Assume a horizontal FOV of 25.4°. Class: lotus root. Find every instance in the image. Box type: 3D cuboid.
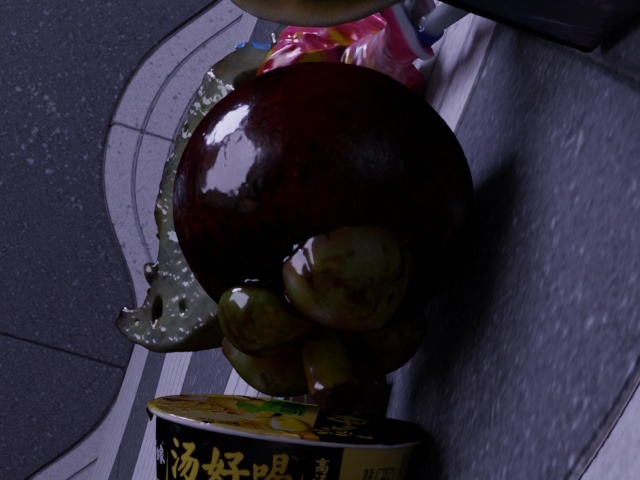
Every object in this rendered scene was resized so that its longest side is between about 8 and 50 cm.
[{"bbox_3d":[-0.048,-0.028,1.230,0.210,0.142,0.314,-29,-33,-44],"label":"lotus root"}]

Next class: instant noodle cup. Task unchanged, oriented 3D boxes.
[{"bbox_3d":[-0.025,0.151,0.766,0.151,0.151,0.122,172,105,-79],"label":"instant noodle cup"}]

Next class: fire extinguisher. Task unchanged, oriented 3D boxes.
[{"bbox_3d":[0.006,0.106,0.943,0.078,0.045,0.157,-47,-1,-23],"label":"fire extinguisher"}]

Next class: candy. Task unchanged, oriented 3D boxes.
[{"bbox_3d":[0.062,-0.133,0.931,0.365,0.124,0.124,-24,49,66],"label":"candy"}]

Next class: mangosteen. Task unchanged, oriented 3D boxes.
[{"bbox_3d":[0.000,0.000,0.790,0.200,0.200,0.200,-163,90,-80],"label":"mangosteen"}]

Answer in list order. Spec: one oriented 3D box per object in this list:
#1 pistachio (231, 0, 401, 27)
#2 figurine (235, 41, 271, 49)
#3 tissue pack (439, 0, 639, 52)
[{"bbox_3d":[0.045,-0.251,0.836,0.299,0.187,0.187,-55,0,-29],"label":"pistachio"},{"bbox_3d":[-0.051,-0.151,1.384,0.079,0.114,0.114,-32,18,6],"label":"figurine"},{"bbox_3d":[0.050,-0.172,0.599,0.173,0.235,0.073,131,154,-68],"label":"tissue pack"}]
